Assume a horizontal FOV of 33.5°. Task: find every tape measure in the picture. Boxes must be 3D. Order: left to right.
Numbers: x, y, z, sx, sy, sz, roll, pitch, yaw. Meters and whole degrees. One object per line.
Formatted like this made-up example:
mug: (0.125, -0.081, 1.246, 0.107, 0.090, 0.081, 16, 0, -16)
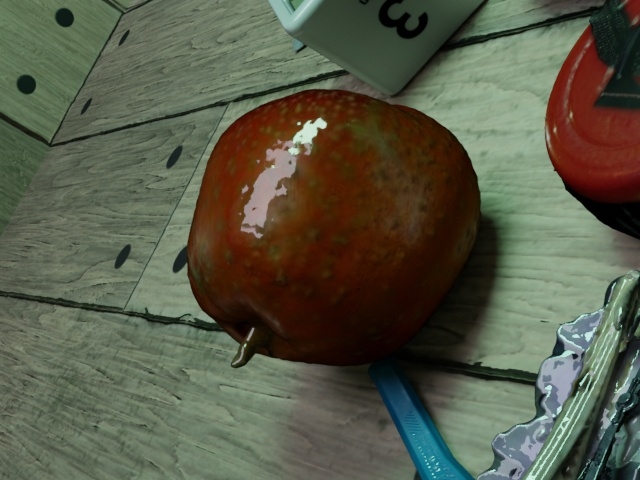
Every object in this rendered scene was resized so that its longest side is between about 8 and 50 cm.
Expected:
tape measure: (0.295, -0.122, 0.819, 0.260, 0.114, 0.253, -61, 27, -7)

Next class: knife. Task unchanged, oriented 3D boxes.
knife: (0.098, 0.182, 0.919, 0.044, 0.026, 0.296, -36, 30, 4)

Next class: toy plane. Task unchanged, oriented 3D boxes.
toy plane: (0.234, 0.117, 0.713, 0.197, 0.078, 0.053, -52, 21, -22)

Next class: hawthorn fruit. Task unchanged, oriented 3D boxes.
hawthorn fruit: (0.000, 0.000, 1.018, 0.275, 0.275, 0.299, -4, 50, 58)

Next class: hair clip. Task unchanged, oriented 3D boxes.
hair clip: (0.174, 0.150, 0.769, 0.106, 0.084, 0.292, 11, 65, 48)

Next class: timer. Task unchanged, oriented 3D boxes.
timer: (0.055, -0.329, 1.301, 0.192, 0.195, 0.194, -46, 46, 20)

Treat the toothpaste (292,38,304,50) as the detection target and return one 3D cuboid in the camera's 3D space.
toothpaste: (0.068, -0.399, 1.548, 0.371, 0.080, 0.125, -28, 49, 54)
